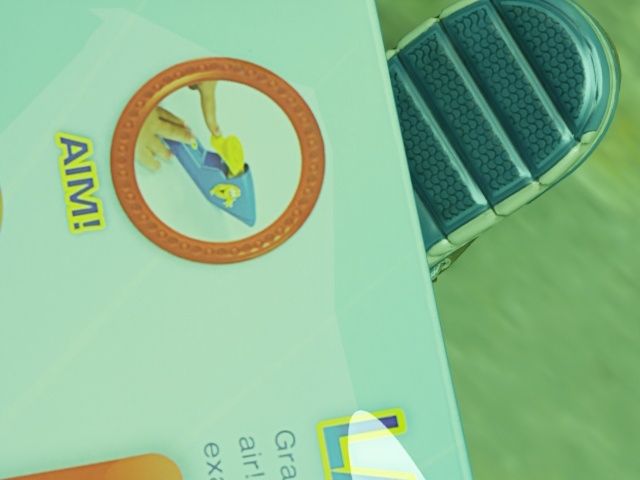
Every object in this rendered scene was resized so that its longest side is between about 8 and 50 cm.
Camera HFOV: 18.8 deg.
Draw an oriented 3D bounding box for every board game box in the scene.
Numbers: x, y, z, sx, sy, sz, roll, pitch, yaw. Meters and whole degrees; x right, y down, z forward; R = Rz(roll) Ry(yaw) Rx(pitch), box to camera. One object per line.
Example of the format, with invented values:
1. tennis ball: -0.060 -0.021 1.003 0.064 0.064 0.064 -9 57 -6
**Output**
1. board game box: -0.115 0.107 0.382 0.302 0.086 0.308 -9 78 -6

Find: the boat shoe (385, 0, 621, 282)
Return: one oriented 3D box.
1. boat shoe: 0.000 0.000 0.504 0.183 0.066 0.066 -28 83 17
